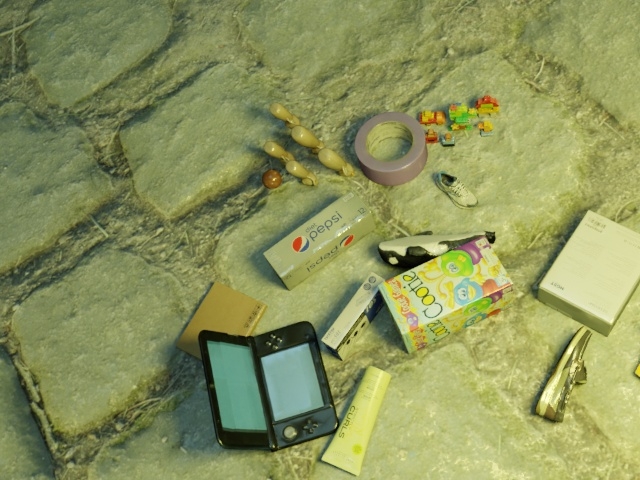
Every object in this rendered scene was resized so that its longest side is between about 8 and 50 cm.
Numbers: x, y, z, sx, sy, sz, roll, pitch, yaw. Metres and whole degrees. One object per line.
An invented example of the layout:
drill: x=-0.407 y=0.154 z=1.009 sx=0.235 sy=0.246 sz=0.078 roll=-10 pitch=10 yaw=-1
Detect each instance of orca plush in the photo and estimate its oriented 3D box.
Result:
orca plush: x=0.293 y=0.039 z=1.876 sx=0.287 sy=0.102 sz=0.151 roll=-11 pitch=17 yaw=-3

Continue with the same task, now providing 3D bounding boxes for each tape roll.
tape roll: x=0.190 y=-0.246 z=2.025 sx=0.189 sy=0.080 sz=0.188 roll=-5 pitch=64 yaw=11

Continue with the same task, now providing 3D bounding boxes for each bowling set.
bowling set: x=-0.073 y=-0.222 z=2.064 sx=0.200 sy=0.154 sz=0.287 roll=-46 pitch=63 yaw=10

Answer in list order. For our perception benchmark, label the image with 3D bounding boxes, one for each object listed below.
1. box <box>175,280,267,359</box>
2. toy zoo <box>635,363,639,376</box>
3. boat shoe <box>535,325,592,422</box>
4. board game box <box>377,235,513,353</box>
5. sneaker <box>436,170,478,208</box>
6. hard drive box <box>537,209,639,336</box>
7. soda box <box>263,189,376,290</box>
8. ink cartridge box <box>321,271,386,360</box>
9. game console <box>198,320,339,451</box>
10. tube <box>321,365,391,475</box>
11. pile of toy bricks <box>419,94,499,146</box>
box: x=-0.254 y=0.220 z=1.937 sx=0.165 sy=0.021 sz=0.201 roll=23 pitch=72 yaw=23
toy zoo: x=0.816 y=0.276 z=1.603 sx=0.293 sy=0.030 sz=0.192 roll=41 pitch=99 yaw=27
boat shoe: x=0.552 y=0.298 z=1.670 sx=0.073 sy=0.080 sz=0.223 roll=28 pitch=79 yaw=19
board game box: x=0.295 y=0.129 z=1.777 sx=0.275 sy=0.142 sz=0.144 roll=-25 pitch=61 yaw=0
sneaker: x=0.348 y=-0.131 z=1.942 sx=0.052 sy=0.058 sz=0.135 roll=-45 pitch=63 yaw=-10
hard drive box: x=0.641 y=0.074 z=1.749 sx=0.181 sy=0.089 sz=0.232 roll=31 pitch=74 yaw=25
soda box: x=0.000 y=0.000 z=1.939 sx=0.286 sy=0.098 sz=0.091 roll=-36 pitch=63 yaw=-5
ink cartridge box: x=0.089 y=0.185 z=1.826 sx=0.046 sy=0.097 sz=0.207 roll=31 pitch=75 yaw=25
game console: x=-0.121 y=0.327 z=1.765 sx=0.250 sy=0.173 sz=0.293 roll=-19 pitch=62 yaw=5
tube: x=0.092 y=0.410 z=1.738 sx=0.070 sy=0.062 sz=0.240 roll=4 pitch=65 yaw=55
pile of toy bricks: x=0.367 y=-0.327 z=2.007 sx=0.212 sy=0.105 sz=0.118 roll=-2 pitch=64 yaw=13
